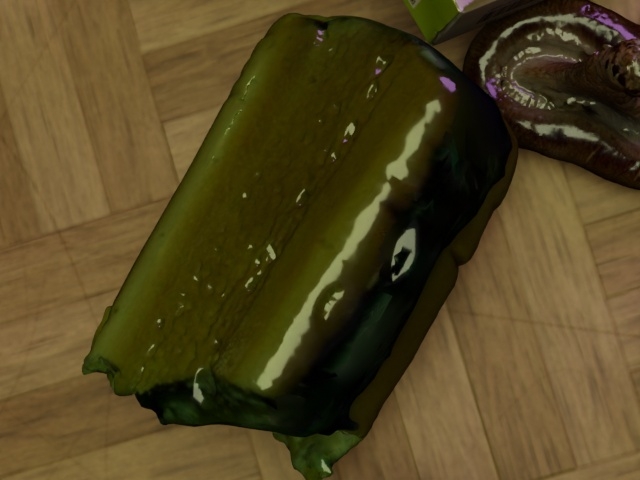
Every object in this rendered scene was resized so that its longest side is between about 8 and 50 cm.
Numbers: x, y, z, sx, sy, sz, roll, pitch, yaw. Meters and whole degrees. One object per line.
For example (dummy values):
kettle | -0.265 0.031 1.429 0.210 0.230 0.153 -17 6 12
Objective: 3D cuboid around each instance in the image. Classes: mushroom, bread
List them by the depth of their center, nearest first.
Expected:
mushroom | 0.225 -0.136 1.301 0.227 0.217 0.148 15 86 8
bread | 0.000 0.000 1.317 0.251 0.208 0.376 26 86 34

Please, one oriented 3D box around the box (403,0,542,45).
box | 0.157 -0.287 1.343 0.260 0.062 0.175 -25 80 -30
